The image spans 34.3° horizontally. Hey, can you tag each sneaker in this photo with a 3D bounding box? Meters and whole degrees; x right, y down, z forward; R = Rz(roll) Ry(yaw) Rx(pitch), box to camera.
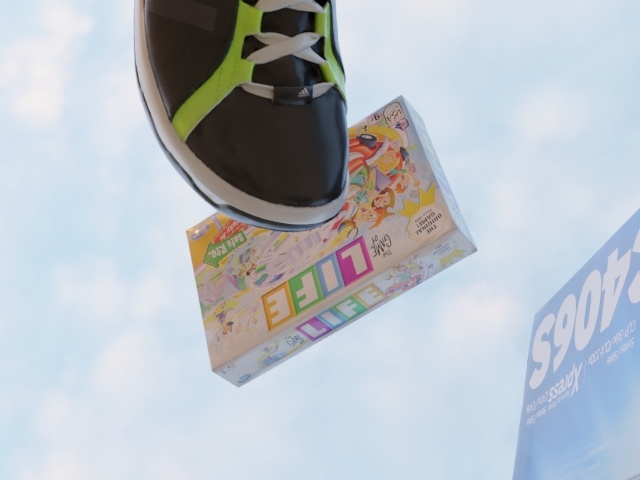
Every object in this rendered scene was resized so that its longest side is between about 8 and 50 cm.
[{"bbox_3d":[-0.032,-0.121,0.423,0.097,0.084,0.235,-30,-107,59],"label":"sneaker"}]

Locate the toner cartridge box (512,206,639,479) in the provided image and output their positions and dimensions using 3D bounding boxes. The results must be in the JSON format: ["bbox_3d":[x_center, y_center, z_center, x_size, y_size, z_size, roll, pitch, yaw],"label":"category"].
[{"bbox_3d":[0.197,0.064,0.563,0.075,0.348,0.165,13,-116,-3],"label":"toner cartridge box"}]

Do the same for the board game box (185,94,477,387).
[{"bbox_3d":[0.000,0.000,0.570,0.154,0.026,0.103,-31,-132,17],"label":"board game box"}]
